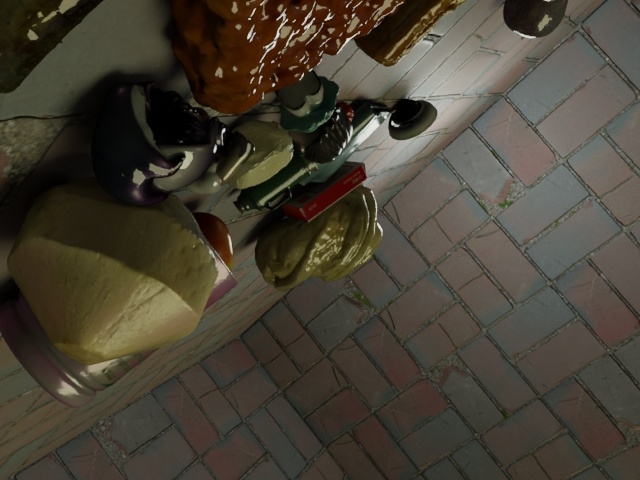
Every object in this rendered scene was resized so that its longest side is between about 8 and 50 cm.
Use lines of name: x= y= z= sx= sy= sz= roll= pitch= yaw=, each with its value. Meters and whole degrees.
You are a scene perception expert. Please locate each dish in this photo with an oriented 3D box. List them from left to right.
dish: x=0.230 y=-0.340 z=1.791 sx=0.141 sy=0.078 sz=0.141 roll=-24 pitch=-143 yaw=19

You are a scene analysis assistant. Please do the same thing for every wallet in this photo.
wallet: x=0.060 y=-0.235 z=1.638 sx=0.251 sy=0.054 sz=0.290 roll=-40 pitch=174 yaw=19

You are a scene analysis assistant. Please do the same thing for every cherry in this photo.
cherry: x=0.508 y=-0.558 z=1.590 sx=0.176 sy=0.140 sz=0.176 roll=-52 pitch=160 yaw=-28

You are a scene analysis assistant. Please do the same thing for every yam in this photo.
yam: x=-0.166 y=-0.229 z=0.509 sx=0.317 sy=0.071 sz=0.067 roll=-41 pitch=-151 yaw=10

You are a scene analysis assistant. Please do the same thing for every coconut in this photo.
coconut: x=-0.267 y=0.041 z=0.869 sx=0.259 sy=0.259 sz=0.259 roll=-39 pitch=173 yaw=-6

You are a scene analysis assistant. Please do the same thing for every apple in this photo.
apple: x=-0.246 y=0.025 z=1.301 sx=0.139 sy=0.164 sz=0.163 roll=-3 pitch=155 yaw=-27

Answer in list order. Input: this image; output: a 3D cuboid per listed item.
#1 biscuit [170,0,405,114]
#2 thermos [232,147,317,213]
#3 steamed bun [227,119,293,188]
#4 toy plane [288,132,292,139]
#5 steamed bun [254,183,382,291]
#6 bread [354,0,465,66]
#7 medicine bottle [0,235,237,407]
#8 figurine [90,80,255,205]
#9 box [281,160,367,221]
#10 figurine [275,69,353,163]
biscuit: x=-0.020 y=-0.283 z=0.747 sx=0.312 sy=0.111 sz=0.318 roll=-35 pitch=172 yaw=-14
thermos: x=-0.099 y=-0.120 z=1.438 sx=0.187 sy=0.083 sz=0.073 roll=-37 pitch=-165 yaw=-7
steamed bun: x=-0.115 y=-0.148 z=1.140 sx=0.130 sy=0.091 sz=0.112 roll=-35 pitch=167 yaw=-11
toy plane: x=-0.038 y=-0.217 z=1.343 sx=0.080 sy=0.033 sz=0.083 roll=-32 pitch=163 yaw=-41
steamed bun: x=0.005 y=-0.002 z=1.933 sx=0.372 sy=0.230 sz=0.324 roll=-40 pitch=-162 yaw=-24
bread: x=0.156 y=-0.372 z=0.969 sx=0.271 sy=0.139 sz=0.077 roll=-42 pitch=163 yaw=7
medicine bottle: x=-0.322 y=0.091 z=1.098 sx=0.325 sy=0.212 sz=0.212 roll=-37 pitch=172 yaw=-11
figurine: x=-0.192 y=-0.110 z=0.826 sx=0.145 sy=0.145 sz=0.222 roll=-41 pitch=160 yaw=15
box: x=0.013 y=-0.136 z=1.811 sx=0.229 sy=0.050 sz=0.123 roll=-37 pitch=-153 yaw=-20
figurine: x=-0.004 y=-0.223 z=1.203 sx=0.138 sy=0.110 sz=0.245 roll=-42 pitch=165 yaw=-1
